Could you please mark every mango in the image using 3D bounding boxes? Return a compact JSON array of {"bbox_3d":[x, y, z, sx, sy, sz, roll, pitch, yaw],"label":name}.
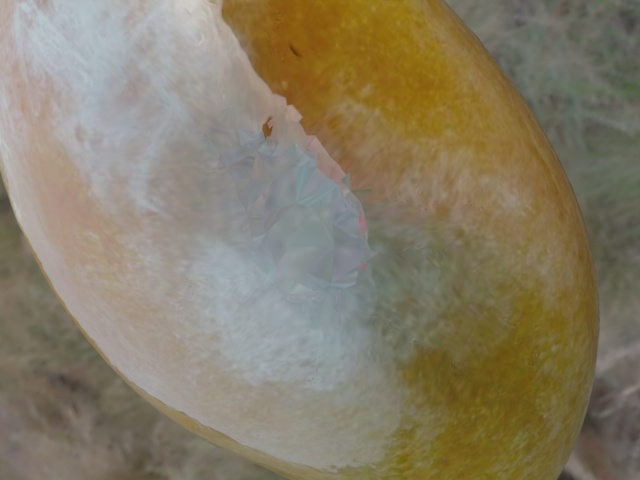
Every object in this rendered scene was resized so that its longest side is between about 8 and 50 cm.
[{"bbox_3d":[0.000,0.000,0.805,0.384,0.221,0.199,57,174,-27],"label":"mango"}]
